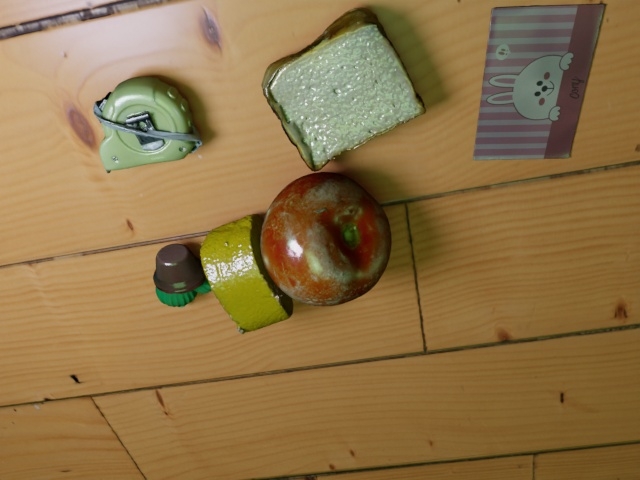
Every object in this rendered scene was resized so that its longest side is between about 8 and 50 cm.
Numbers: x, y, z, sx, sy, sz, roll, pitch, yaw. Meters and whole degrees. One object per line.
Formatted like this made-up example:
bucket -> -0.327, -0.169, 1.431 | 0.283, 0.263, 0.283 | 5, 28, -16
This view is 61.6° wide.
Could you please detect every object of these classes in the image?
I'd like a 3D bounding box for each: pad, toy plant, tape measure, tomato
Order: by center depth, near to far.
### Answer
pad -> 0.409, -0.291, 1.030 | 0.202, 0.005, 0.299 | -1, 124, 2
tape measure -> -0.335, -0.221, 1.031 | 0.200, 0.106, 0.175 | -5, 127, 2
tomato -> 0.000, 0.000, 1.095 | 0.270, 0.270, 0.223 | 42, 148, -24
toy plant -> -0.319, 0.091, 1.252 | 0.143, 0.105, 0.200 | -10, 142, -7

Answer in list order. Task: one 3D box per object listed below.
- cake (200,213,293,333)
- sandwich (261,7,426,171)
cake -> -0.155, 0.085, 1.191 | 0.156, 0.179, 0.260 | -18, 121, 14
sandwich -> 0.035, -0.275, 0.999 | 0.251, 0.087, 0.226 | -28, 121, 16
